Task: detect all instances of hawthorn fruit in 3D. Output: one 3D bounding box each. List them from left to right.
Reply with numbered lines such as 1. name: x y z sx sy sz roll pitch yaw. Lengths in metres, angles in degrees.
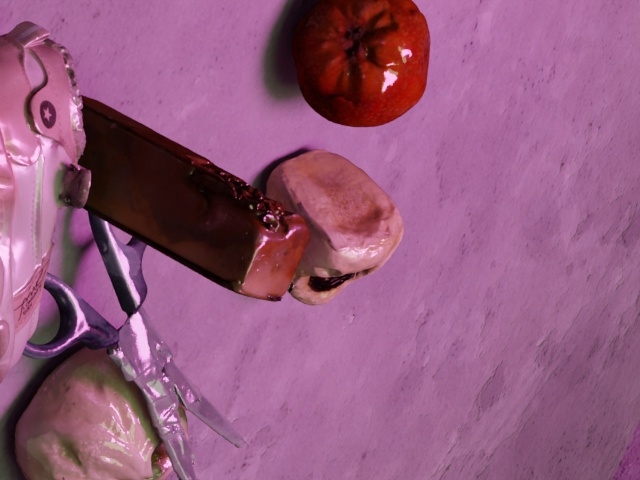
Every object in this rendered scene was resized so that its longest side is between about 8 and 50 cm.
1. hawthorn fruit: 0.049 -0.216 2.148 0.179 0.174 0.173 -62 165 -61

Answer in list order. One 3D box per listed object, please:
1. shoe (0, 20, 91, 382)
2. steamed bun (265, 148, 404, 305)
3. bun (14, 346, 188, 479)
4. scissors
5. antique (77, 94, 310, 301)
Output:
1. shoe: -0.299 -0.030 1.736 0.198 0.172 0.351 -36 143 -42
2. steamed bun: 0.000 0.000 2.250 0.141 0.172 0.155 -13 144 -39
3. bun: -0.229 0.218 2.086 0.231 0.133 0.231 -40 144 -37
4. scissors: -0.188 0.120 2.005 0.383 0.029 0.256 59 47 -32
5. antique: -0.152 -0.045 1.807 0.087 0.310 0.093 16 101 -59
